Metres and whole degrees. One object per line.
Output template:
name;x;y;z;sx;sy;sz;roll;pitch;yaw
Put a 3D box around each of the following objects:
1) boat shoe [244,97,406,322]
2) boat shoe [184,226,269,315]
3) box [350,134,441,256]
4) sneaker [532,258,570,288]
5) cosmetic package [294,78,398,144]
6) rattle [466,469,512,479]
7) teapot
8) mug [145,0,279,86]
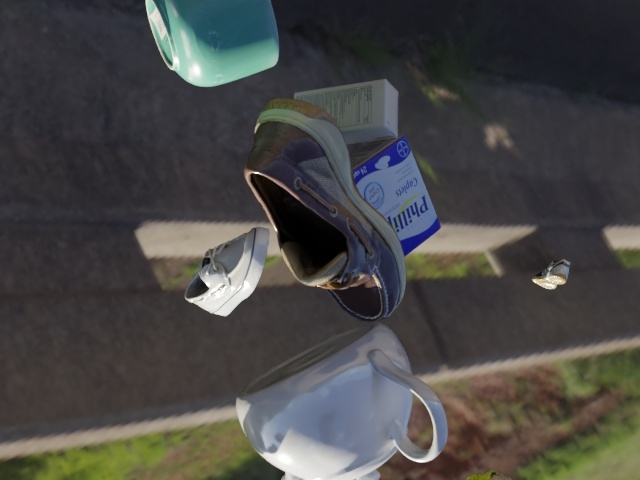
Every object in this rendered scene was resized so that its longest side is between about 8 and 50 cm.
boat shoe;0.000;0.000;1.360;0.123;0.123;0.342;7;144;26
boat shoe;-0.161;0.047;2.060;0.088;0.096;0.267;15;155;-17
box;0.073;-0.045;1.563;0.072;0.137;0.126;-5;-156;48
sneaker;0.352;0.049;1.849;0.037;0.032;0.083;-67;-164;-18
cosmetic package;0.028;-0.142;1.387;0.115;0.060;0.041;-4;164;25
rattle;0.212;0.395;1.615;0.130;0.143;0.200;-7;-172;1
teapot;0.028;0.233;1.597;0.252;0.187;0.256;-27;-179;2
mug;-0.108;-0.204;1.183;0.097;0.129;0.158;-21;136;-15
